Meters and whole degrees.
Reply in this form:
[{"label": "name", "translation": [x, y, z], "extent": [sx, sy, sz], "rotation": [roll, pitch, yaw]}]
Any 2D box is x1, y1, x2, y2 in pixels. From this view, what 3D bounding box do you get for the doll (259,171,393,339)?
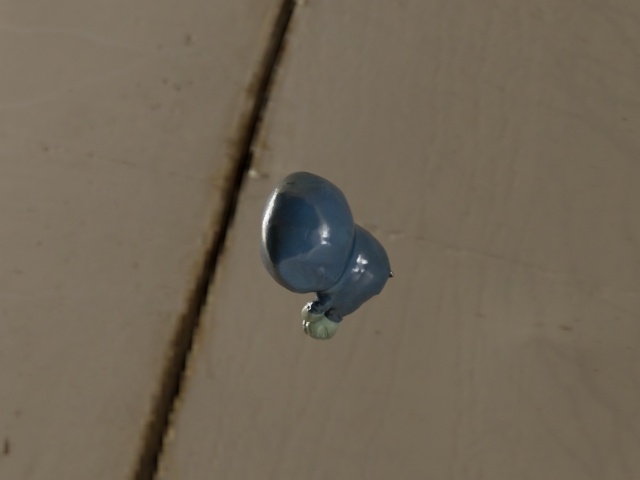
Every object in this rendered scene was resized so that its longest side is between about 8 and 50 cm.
[{"label": "doll", "translation": [0.000, 0.000, 0.810], "extent": [0.050, 0.083, 0.076], "rotation": [-14, -128, 30]}]
